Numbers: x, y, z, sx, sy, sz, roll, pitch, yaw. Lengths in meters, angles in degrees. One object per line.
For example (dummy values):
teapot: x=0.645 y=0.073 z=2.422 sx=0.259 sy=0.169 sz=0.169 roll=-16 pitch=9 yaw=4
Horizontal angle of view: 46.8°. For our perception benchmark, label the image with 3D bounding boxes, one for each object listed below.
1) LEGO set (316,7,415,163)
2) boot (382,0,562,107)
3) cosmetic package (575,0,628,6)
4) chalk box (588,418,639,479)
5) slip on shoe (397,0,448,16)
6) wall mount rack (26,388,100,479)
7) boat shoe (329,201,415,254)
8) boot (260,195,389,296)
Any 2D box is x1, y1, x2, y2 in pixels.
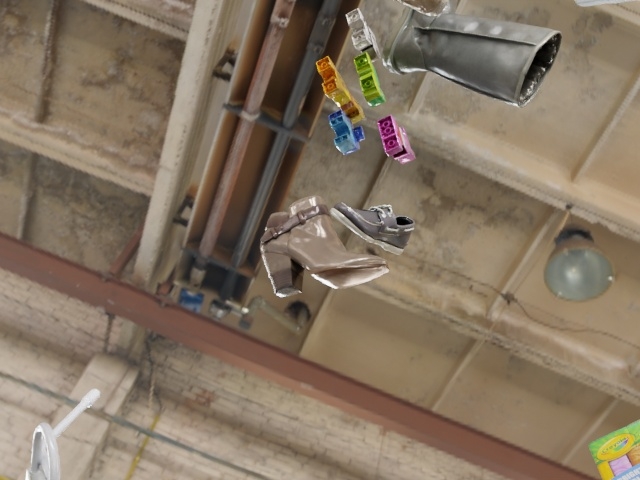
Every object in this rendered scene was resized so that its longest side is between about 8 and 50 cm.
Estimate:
LEGO set: x=0.055 y=-0.175 z=0.962 sx=0.087 sy=0.227 sz=0.093 roll=-22 pitch=-30 yaw=19
boot: x=0.195 y=-0.264 z=0.907 sx=0.208 sy=0.190 sz=0.076 roll=20 pitch=-4 yaw=44
cosmetic package: x=0.293 y=-0.407 z=0.493 sx=0.329 sy=0.327 sz=0.394 roll=-19 pitch=-78 yaw=15
chalk box: x=0.500 y=0.354 z=1.015 sx=0.179 sy=0.289 sz=0.180 roll=-29 pitch=-76 yaw=14
slip on shoe: x=0.097 y=-0.301 z=0.860 sx=0.041 sy=0.135 sz=0.051 roll=18 pitch=-63 yaw=-38
wall mount rack: x=-0.341 y=0.378 z=1.013 sx=0.130 sy=0.304 sz=0.350 roll=1 pitch=-70 yaw=-31
boat shoe: x=0.086 y=-0.034 z=1.160 sx=0.075 sy=0.206 sz=0.065 roll=41 pitch=-80 yaw=34
boot: x=0.000 y=0.000 z=0.651 sx=0.118 sy=0.087 sz=0.042 roll=-12 pitch=-32 yaw=16
